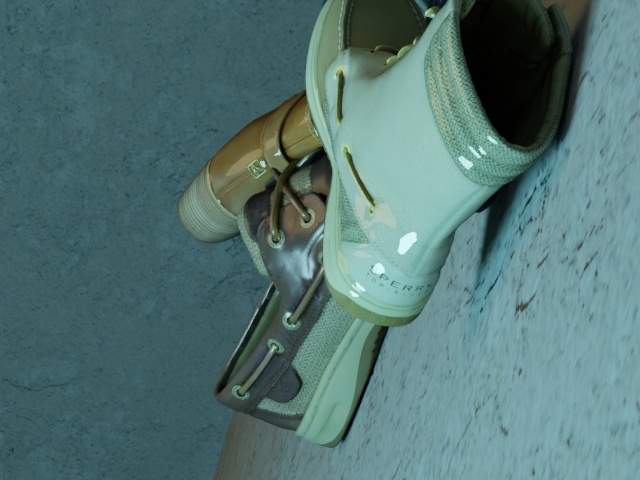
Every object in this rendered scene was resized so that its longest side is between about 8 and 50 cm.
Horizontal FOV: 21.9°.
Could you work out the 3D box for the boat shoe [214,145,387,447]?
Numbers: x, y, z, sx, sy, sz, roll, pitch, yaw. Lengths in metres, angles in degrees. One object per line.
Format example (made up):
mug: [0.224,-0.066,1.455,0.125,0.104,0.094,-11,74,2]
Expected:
boat shoe: [0.000,0.000,1.171,0.123,0.123,0.342,-79,6,-53]

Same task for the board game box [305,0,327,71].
board game box: [0.079,-0.326,1.641,0.224,0.098,0.303,-79,5,-58]

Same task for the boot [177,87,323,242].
boot: [0.017,-0.108,1.459,0.283,0.109,0.220,-27,-5,-40]

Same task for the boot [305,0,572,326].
boot: [0.056,-0.085,0.821,0.165,0.077,0.213,125,151,-49]

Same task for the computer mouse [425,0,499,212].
computer mouse: [0.092,-0.092,0.937,0.071,0.041,0.242,-58,18,35]

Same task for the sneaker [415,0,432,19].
sneaker: [0.065,-0.205,1.103,0.222,0.083,0.118,9,-80,-76]
